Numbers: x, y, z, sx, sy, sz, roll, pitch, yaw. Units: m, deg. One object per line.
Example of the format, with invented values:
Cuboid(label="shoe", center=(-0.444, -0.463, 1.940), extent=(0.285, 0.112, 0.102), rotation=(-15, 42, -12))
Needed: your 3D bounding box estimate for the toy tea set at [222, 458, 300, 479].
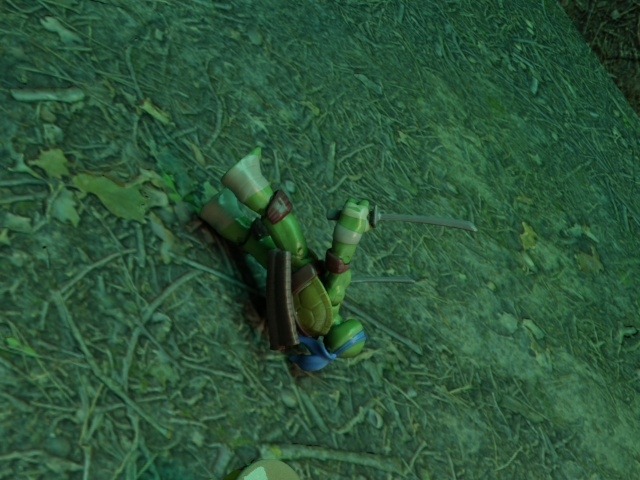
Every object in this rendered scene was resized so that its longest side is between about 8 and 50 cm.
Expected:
Cuboid(label="toy tea set", center=(-0.057, 0.322, 1.093), extent=(0.336, 0.124, 0.200), rotation=(34, 63, -28))

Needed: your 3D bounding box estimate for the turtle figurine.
Cuboid(label="turtle figurine", center=(0.000, 0.000, 1.405), extent=(0.266, 0.275, 0.198), rotation=(46, -3, 3))
